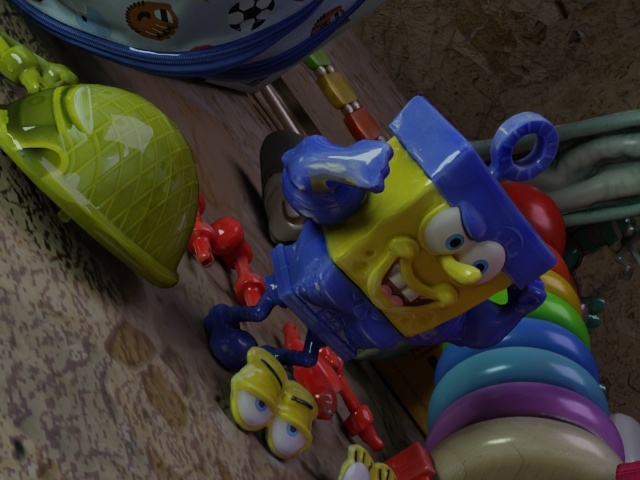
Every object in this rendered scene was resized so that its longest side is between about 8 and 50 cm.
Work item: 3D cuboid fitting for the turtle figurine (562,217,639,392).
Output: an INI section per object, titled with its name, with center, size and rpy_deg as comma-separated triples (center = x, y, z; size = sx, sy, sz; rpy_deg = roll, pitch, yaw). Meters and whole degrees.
[turtle figurine]
center = 0.224, 0.051, 1.104
size = 0.118, 0.175, 0.234
rpy_deg = 18, 12, 9

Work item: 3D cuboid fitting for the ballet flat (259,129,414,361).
[ballet flat]
center = 0.000, 0.000, 0.938
size = 0.068, 0.072, 0.213
rpy_deg = -12, 61, -46

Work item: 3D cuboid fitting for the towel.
[towel]
center = 0.223, -0.071, 1.173
size = 0.320, 0.374, 0.090
rpy_deg = -20, 101, -59

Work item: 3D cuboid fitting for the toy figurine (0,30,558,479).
[toy figurine]
center = 0.017, -0.028, 0.672
size = 0.362, 0.217, 0.191
rpy_deg = 48, 12, -36

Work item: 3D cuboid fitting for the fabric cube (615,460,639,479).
[fabric cube]
center = 0.294, 0.270, 0.625
size = 0.259, 0.254, 0.258
rpy_deg = 51, 43, -22

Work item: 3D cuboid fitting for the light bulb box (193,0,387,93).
[light bulb box]
center = -0.108, -0.336, 1.056
size = 0.358, 0.225, 0.361
rpy_deg = 56, 9, 2

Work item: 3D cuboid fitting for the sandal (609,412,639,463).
[sandal]
center = 0.284, 0.351, 1.012
size = 0.416, 0.102, 0.169
rpy_deg = 71, 19, 2

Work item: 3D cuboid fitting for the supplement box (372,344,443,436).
[supplement box]
center = 0.131, 0.149, 1.014
size = 0.233, 0.078, 0.080
rpy_deg = 54, 10, -7

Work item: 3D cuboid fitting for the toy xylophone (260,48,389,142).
[toy xylophone]
center = 0.005, -0.148, 1.369
size = 0.322, 0.081, 0.236
rpy_deg = 53, 11, -10

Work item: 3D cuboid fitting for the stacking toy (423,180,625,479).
[stacking toy]
center = 0.142, 0.077, 0.901
size = 0.141, 0.141, 0.330
rpy_deg = 50, 27, -27

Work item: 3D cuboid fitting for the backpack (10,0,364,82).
[backpack]
center = -0.075, -0.220, 0.728
size = 0.276, 0.263, 0.213
rpy_deg = 26, -38, 28
